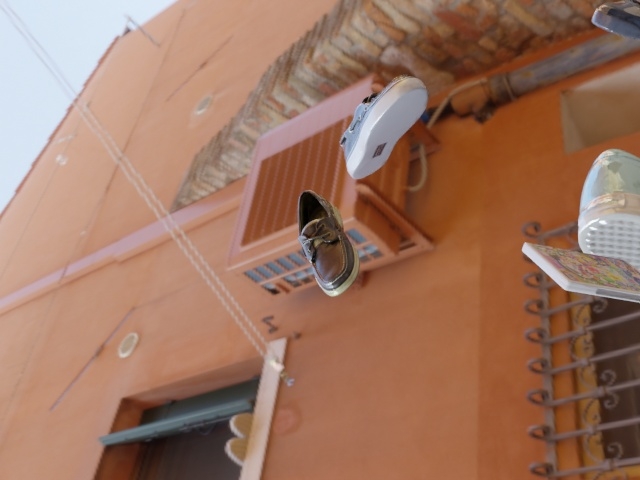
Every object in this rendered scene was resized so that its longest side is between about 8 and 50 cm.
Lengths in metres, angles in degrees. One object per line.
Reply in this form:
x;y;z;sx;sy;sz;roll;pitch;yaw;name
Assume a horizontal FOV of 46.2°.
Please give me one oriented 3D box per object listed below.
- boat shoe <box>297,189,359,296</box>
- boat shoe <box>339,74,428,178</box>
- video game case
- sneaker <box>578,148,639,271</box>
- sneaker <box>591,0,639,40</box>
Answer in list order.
0.000;0.000;0.784;0.049;0.056;0.152;43;-166;-31;boat shoe
0.046;-0.099;0.628;0.049;0.142;0.040;-20;-106;-22;boat shoe
0.266;0.032;0.720;0.122;0.011;0.087;10;-159;-17;video game case
0.452;0.016;0.918;0.366;0.135;0.150;39;-129;-28;sneaker
0.630;-0.430;1.329;0.319;0.131;0.112;-8;-141;-20;sneaker
